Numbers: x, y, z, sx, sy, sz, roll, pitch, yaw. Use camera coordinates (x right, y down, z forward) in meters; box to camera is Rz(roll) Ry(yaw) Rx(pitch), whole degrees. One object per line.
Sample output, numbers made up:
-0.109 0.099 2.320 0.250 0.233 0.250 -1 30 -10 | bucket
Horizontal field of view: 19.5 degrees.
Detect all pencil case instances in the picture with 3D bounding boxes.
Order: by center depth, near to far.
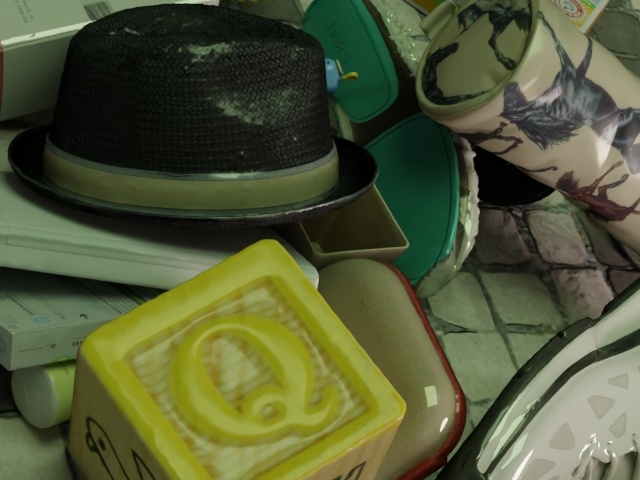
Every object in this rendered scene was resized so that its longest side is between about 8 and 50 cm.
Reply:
0.281 -0.101 1.855 0.410 0.160 0.183 32 3 -28 | pencil case

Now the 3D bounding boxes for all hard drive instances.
-0.178 -0.005 1.653 0.307 0.040 0.203 8 15 -24 | hard drive

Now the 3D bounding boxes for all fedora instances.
-0.111 -0.123 1.664 0.334 0.152 0.334 3 20 -1 | fedora

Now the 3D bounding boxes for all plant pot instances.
0.000 0.000 1.780 0.109 0.096 0.109 -5 52 -34 | plant pot

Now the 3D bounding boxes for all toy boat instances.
0.056 0.129 1.688 0.151 0.151 0.231 33 27 -52 | toy boat

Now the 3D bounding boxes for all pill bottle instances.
0.200 -0.153 2.026 0.123 0.123 0.219 16 45 -18 | pill bottle

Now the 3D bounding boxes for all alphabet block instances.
-0.073 0.150 1.490 0.193 0.197 0.192 -31 69 -25 | alphabet block

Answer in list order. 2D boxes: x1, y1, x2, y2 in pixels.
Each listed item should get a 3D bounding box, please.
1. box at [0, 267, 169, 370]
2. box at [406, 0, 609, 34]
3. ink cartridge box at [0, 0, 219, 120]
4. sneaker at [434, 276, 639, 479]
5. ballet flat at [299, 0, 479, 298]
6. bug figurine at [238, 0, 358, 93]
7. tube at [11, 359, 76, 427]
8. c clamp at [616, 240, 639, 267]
-0.216 0.055 1.595 0.186 0.038 0.145 -8 24 -37 | box
0.218 -0.285 2.173 0.203 0.103 0.114 35 42 3 | box
-0.266 -0.236 1.781 0.283 0.117 0.207 -16 59 -23 | ink cartridge box
0.299 0.201 1.720 0.257 0.169 0.447 43 41 14 | sneaker
0.092 -0.102 1.917 0.147 0.147 0.409 5 50 -27 | ballet flat
-0.091 -0.231 1.924 0.216 0.072 0.279 -9 54 -15 | bug figurine
-0.159 0.100 1.626 0.240 0.062 0.070 -17 96 -46 | tube
0.368 -0.022 2.079 0.161 0.022 0.137 -2 52 -31 | c clamp
